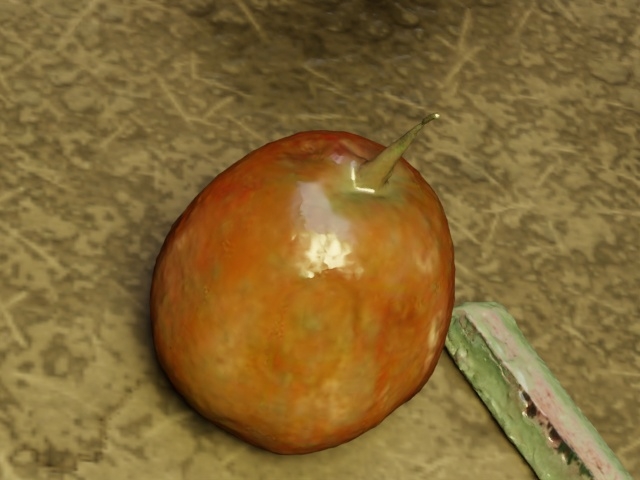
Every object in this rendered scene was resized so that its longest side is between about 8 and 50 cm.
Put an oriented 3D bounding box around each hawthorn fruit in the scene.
[{"bbox_3d":[-0.001,0.005,0.926,0.149,0.189,0.149,19,15,-5],"label":"hawthorn fruit"}]

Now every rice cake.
[{"bbox_3d":[0.125,0.111,0.965,0.033,0.033,0.207,-10,53,-40],"label":"rice cake"}]
